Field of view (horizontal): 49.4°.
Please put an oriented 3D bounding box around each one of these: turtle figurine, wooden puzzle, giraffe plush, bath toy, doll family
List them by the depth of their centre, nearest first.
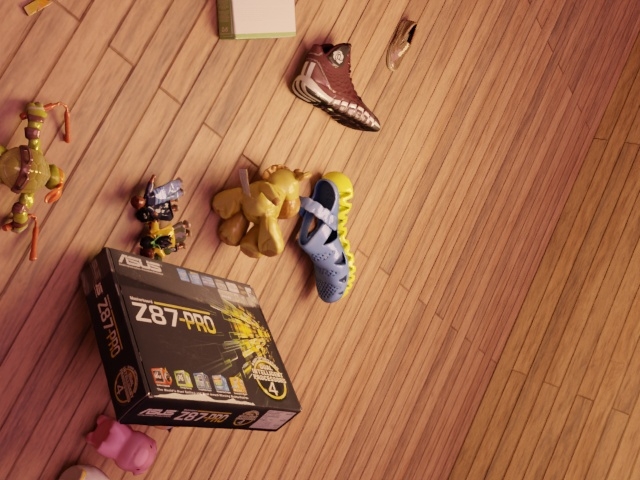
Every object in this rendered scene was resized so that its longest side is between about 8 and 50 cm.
[{"bbox_3d":[-0.451,-0.419,1.088,0.078,0.014,0.116,-37,127,-34],"label":"wooden puzzle"},{"bbox_3d":[-0.492,-0.102,1.096,0.217,0.087,0.270,10,96,-49],"label":"turtle figurine"},{"bbox_3d":[-0.311,-0.037,1.334,0.111,0.076,0.193,-22,114,-37],"label":"doll family"},{"bbox_3d":[-0.364,0.385,1.354,0.129,0.151,0.348,43,73,-36],"label":"bath toy"},{"bbox_3d":[-0.110,-0.086,1.472,0.170,0.181,0.210,-39,147,-47],"label":"giraffe plush"}]

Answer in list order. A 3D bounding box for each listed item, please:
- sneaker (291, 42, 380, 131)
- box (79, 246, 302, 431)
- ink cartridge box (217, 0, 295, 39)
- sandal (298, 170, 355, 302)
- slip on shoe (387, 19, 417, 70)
[{"bbox_3d":[0.065,-0.364,1.609,0.281,0.106,0.163,22,84,-48],"label":"sneaker"},{"bbox_3d":[-0.238,0.198,1.321,0.097,0.318,0.394,-43,143,21],"label":"box"},{"bbox_3d":[-0.127,-0.522,1.379,0.171,0.056,0.235,-19,113,-43],"label":"ink cartridge box"},{"bbox_3d":[0.000,0.000,1.659,0.138,0.126,0.318,-16,106,-40],"label":"sandal"},{"bbox_3d":[0.210,-0.496,1.768,0.051,0.041,0.135,30,81,-48],"label":"slip on shoe"}]
